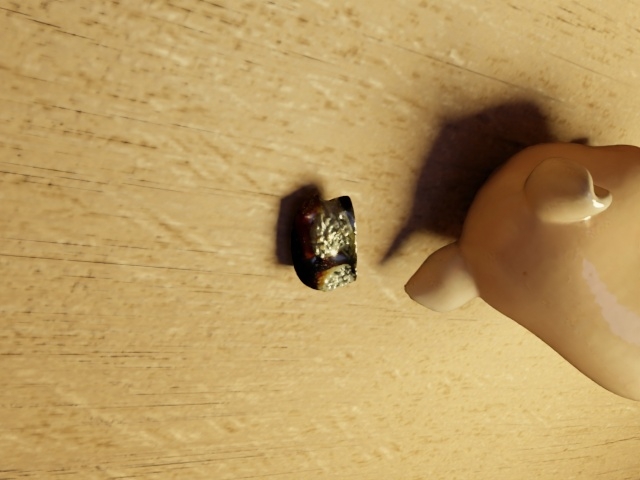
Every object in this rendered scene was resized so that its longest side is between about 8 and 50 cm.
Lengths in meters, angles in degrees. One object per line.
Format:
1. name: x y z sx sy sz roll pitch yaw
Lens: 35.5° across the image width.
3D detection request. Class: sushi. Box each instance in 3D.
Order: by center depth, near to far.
1. sushi: 0.000 0.000 0.734 0.046 0.044 0.083 -10 132 -8

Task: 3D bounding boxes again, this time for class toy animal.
1. toy animal: 0.243 0.010 0.825 0.195 0.256 0.213 -46 -168 44
